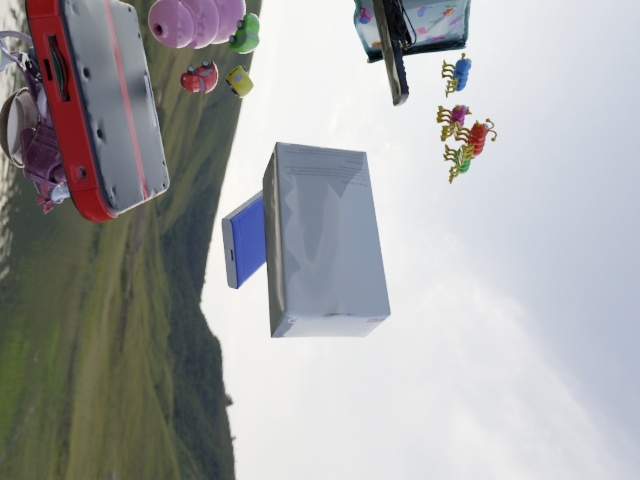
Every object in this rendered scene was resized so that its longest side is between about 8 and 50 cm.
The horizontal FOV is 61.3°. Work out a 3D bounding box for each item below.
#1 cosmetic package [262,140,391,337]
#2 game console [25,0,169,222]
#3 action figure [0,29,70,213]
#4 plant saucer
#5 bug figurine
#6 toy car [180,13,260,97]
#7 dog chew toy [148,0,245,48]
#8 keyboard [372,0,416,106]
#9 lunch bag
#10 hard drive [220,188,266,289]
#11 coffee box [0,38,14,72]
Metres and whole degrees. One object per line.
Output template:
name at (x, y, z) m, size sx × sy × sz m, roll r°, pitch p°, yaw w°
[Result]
cosmetic package at (0.000, 0.000, 1.120) m, size 0.156 × 0.217 × 0.385 m, roll 125°, pitch -34°, yaw -59°
game console at (-0.382, -0.247, 0.980) m, size 0.342 × 0.060 × 0.387 m, roll -83°, pitch 167°, yaw -74°
action figure at (-0.579, -0.233, 1.209) m, size 0.275 × 0.248 × 0.371 m, roll -14°, pitch 124°, yaw -80°
plant saucer at (-0.754, -0.282, 1.345) m, size 0.198 × 0.036 × 0.199 m, roll -173°, pitch -90°, yaw -80°
bug figurine at (0.320, -0.267, 1.212) m, size 0.216 × 0.072 × 0.279 m, roll 87°, pitch 0°, yaw -61°
toy car at (-0.209, -0.446, 1.330) m, size 0.053 × 0.239 × 0.225 m, roll 47°, pitch -61°, yaw 19°
dog chew toy at (-0.359, -0.647, 1.543) m, size 0.332 × 0.206 × 0.207 m, roll -53°, pitch 174°, yaw -46°
keyboard at (0.108, -0.292, 0.761) m, size 0.100 × 0.038 × 0.192 m, roll -121°, pitch -162°, yaw -84°
lunch bag at (0.183, -0.451, 1.076) m, size 0.262 × 0.223 × 0.160 m, roll 35°, pitch 50°, yaw -75°
hard drive at (-0.172, -0.030, 1.538) m, size 0.319 × 0.040 × 0.210 m, roll -47°, pitch 143°, yaw -54°
coffee box at (-0.936, -0.462, 1.097) m, size 0.338 × 0.334 × 0.338 m, roll 92°, pitch 21°, yaw -49°
